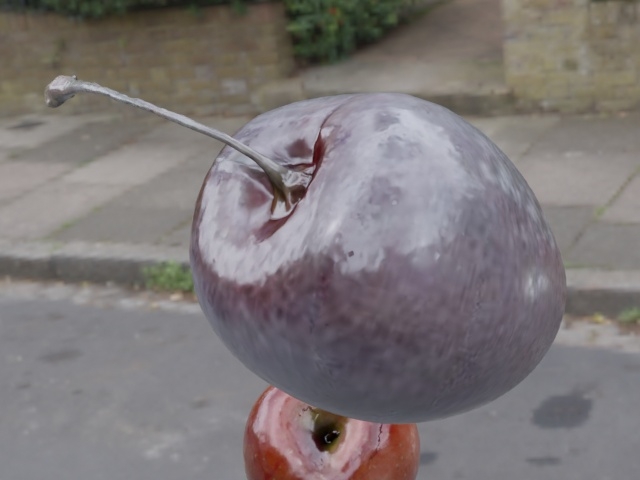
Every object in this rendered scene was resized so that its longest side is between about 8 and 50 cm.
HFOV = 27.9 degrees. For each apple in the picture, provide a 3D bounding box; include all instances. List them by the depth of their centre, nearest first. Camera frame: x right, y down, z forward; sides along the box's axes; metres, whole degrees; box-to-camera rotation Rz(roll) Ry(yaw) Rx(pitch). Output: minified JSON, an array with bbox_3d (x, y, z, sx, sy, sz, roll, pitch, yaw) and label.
[{"bbox_3d":[0.014,0.213,1.293,0.181,0.181,0.168,-2,-21,16],"label":"apple"}]

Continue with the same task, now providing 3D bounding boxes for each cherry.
[{"bbox_3d":[0.006,-0.001,0.470,0.148,0.115,0.188,-10,16,-34],"label":"cherry"}]
